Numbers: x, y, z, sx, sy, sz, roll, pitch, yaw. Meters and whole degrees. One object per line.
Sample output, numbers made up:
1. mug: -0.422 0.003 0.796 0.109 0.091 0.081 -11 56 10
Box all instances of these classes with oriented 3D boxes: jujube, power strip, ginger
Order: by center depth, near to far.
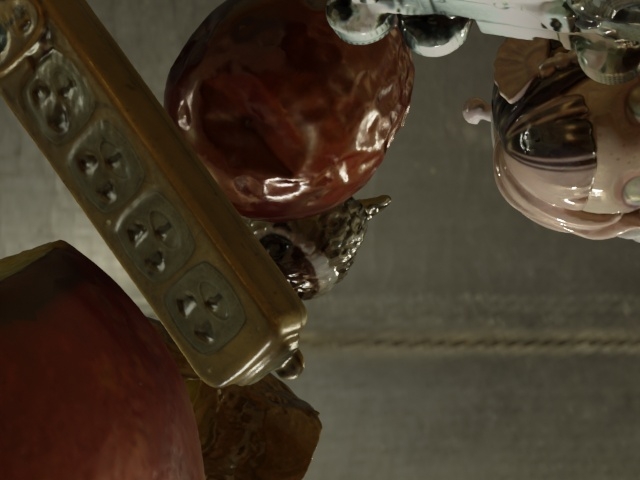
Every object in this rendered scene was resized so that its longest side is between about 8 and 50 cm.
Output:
1. power strip: -0.109 -0.047 0.928 0.064 0.044 0.305 -42 79 30
2. jujube: -0.014 -0.106 1.204 0.168 0.236 0.168 6 113 14
3. ginger: -0.138 0.120 1.422 0.270 0.219 0.123 31 86 -14

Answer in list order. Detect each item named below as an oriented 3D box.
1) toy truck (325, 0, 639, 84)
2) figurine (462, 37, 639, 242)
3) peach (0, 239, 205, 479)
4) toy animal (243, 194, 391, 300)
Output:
1. toy truck: 0.093 -0.179 1.001 0.270 0.135 0.114 11 163 18
2. figurine: 0.347 -0.113 1.835 0.361 0.211 0.253 -6 94 -10
3. peach: -0.174 0.121 0.600 0.274 0.245 0.248 -10 151 -42
4. toy animal: 0.000 0.000 1.328 0.137 0.098 0.098 1 124 -27
